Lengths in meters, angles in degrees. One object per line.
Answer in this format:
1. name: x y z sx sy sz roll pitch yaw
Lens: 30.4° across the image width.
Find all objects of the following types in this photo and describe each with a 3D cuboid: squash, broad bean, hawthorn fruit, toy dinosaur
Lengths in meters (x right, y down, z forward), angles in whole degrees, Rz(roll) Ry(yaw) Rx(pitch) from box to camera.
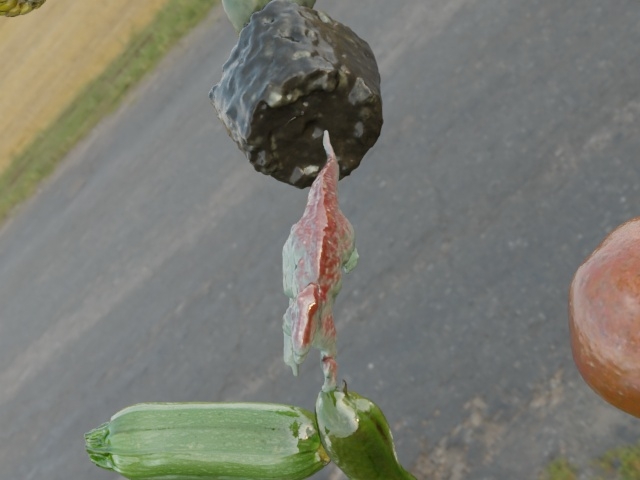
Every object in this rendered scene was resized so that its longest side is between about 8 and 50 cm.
1. squash: -0.095 0.173 1.013 0.219 0.068 0.077 -2 26 8
2. broad bean: 0.067 0.206 0.874 0.052 0.256 0.053 -30 22 7
3. hawthorn fruit: 0.388 0.079 1.266 0.263 0.235 0.231 125 167 -66
4. toy dinosaur: 0.000 0.000 0.868 0.167 0.053 0.242 87 -170 -63

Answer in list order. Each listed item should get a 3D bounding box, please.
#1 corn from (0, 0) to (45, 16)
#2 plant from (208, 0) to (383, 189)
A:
1. corn: -0.236 -0.207 0.702 0.072 0.203 0.072 -50 -13 -16
2. plant: -0.035 -0.178 1.140 0.146 0.149 0.275 -39 41 24
